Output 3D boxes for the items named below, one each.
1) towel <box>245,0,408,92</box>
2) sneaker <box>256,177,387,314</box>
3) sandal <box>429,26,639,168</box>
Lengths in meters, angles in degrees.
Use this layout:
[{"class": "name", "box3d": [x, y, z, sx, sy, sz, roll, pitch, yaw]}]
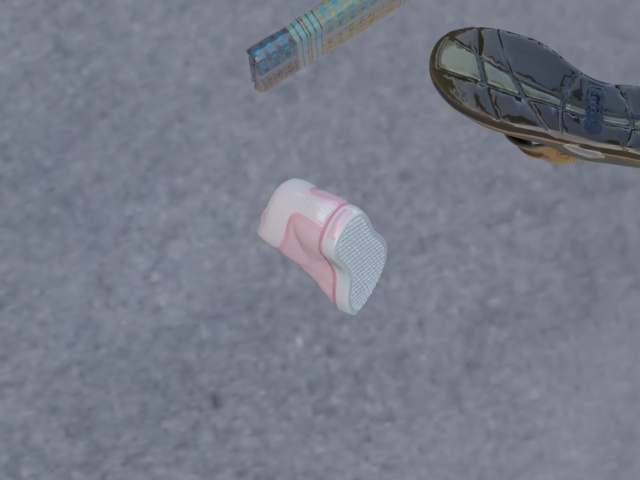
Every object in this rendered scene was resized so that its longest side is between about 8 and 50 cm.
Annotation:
[{"class": "towel", "box3d": [0.072, -0.301, 2.061, 0.040, 0.370, 0.271, 57, -3, 2]}, {"class": "sneaker", "box3d": [0.000, 0.000, 1.132, 0.051, 0.070, 0.134, -57, 159, -15]}, {"class": "sandal", "box3d": [0.184, -0.094, 1.306, 0.219, 0.060, 0.090, 16, 55, -3]}]
